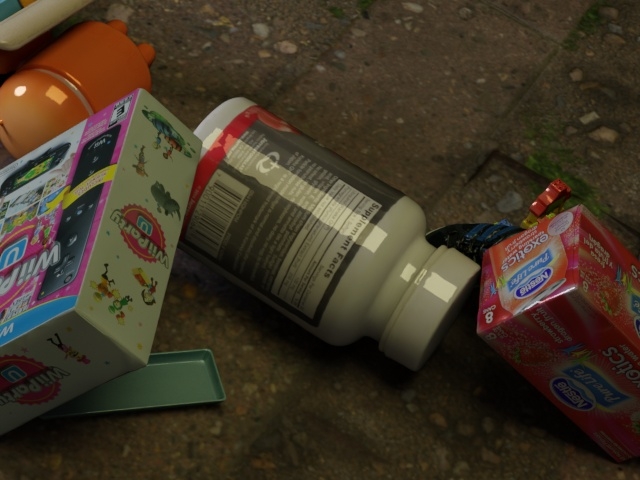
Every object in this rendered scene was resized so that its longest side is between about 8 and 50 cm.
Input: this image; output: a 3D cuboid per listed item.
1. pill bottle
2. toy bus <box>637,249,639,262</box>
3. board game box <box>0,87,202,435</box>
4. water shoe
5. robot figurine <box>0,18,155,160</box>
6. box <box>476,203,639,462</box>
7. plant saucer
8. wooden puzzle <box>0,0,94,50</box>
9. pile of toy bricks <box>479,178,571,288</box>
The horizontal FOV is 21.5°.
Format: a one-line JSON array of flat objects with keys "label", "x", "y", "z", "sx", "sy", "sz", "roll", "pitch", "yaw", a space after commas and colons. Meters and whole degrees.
[{"label": "pill bottle", "x": 0.000, "y": 0.000, "z": 1.764, "sx": 0.318, "sy": 0.176, "sz": 0.176, "roll": 32, "pitch": 46, "yaw": 10}, {"label": "toy bus", "x": 0.449, "y": -0.030, "z": 1.985, "sx": 0.108, "sy": 0.130, "sz": 0.333, "roll": 22, "pitch": 45, "yaw": 2}, {"label": "board game box", "x": -0.247, "y": 0.021, "z": 1.620, "sx": 0.097, "sy": 0.224, "sz": 0.303, "roll": 43, "pitch": 36, "yaw": -31}, {"label": "water shoe", "x": 0.189, "y": 0.010, "z": 1.807, "sx": 0.203, "sy": 0.080, "sz": 0.073, "roll": -2, "pitch": 78, "yaw": 13}, {"label": "robot figurine", "x": -0.272, "y": -0.157, "z": 1.848, "sx": 0.128, "sy": 0.158, "sz": 0.219, "roll": -1, "pitch": 33, "yaw": 35}, {"label": "box", "x": 0.288, "y": 0.100, "z": 1.729, "sx": 0.257, "sy": 0.128, "sz": 0.123, "roll": 42, "pitch": 39, "yaw": -29}, {"label": "plant saucer", "x": -0.192, "y": 0.144, "z": 1.674, "sx": 0.192, "sy": 0.018, "sz": 0.067, "roll": -4, "pitch": 50, "yaw": -22}, {"label": "wooden puzzle", "x": -0.357, "y": -0.257, "z": 1.876, "sx": 0.238, "sy": 0.044, "sz": 0.221, "roll": -3, "pitch": 28, "yaw": 41}, {"label": "pile of toy bricks", "x": 0.240, "y": 0.008, "z": 1.893, "sx": 0.212, "sy": 0.105, "sz": 0.118, "roll": -30, "pitch": 64, "yaw": -37}]
